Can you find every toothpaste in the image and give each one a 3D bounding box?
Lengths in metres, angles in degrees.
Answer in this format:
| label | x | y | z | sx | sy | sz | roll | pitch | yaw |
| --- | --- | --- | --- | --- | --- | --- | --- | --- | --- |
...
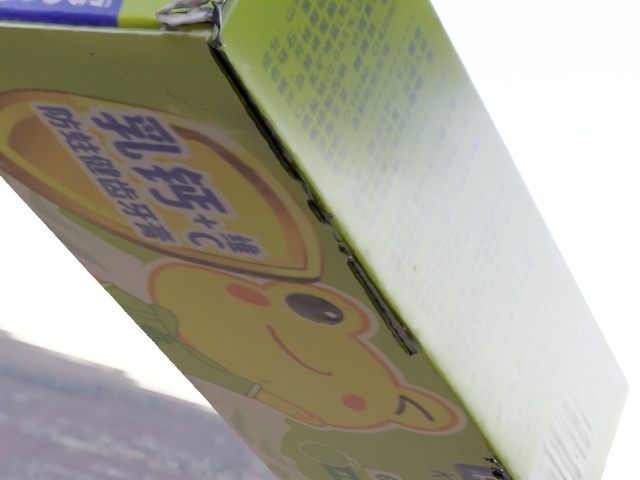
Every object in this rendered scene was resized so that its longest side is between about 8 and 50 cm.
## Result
| label | x | y | z | sx | sy | sz | roll | pitch | yaw |
| --- | --- | --- | --- | --- | --- | --- | --- | --- | --- |
| toothpaste | 0.000 | 0.000 | 0.577 | 0.110 | 0.077 | 0.327 | 8 | -27 | 29 |
